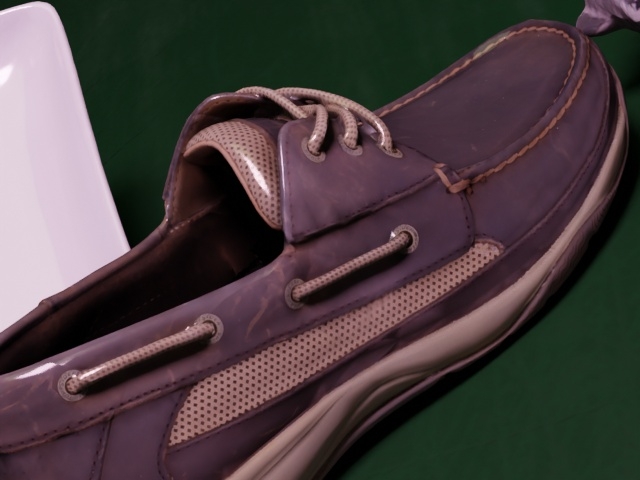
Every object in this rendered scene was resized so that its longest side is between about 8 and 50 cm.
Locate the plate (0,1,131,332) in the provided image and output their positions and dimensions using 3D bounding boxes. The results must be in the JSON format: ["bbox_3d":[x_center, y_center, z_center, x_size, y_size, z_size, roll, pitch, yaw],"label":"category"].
[{"bbox_3d":[-0.229,0.027,0.917,0.277,0.045,0.278,-17,55,-6],"label":"plate"}]

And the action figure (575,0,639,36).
[{"bbox_3d":[0.227,-0.136,0.787,0.341,0.178,0.330,-18,9,-42],"label":"action figure"}]

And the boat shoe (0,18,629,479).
[{"bbox_3d":[0.000,0.000,0.795,0.132,0.130,0.355,8,44,49],"label":"boat shoe"}]
